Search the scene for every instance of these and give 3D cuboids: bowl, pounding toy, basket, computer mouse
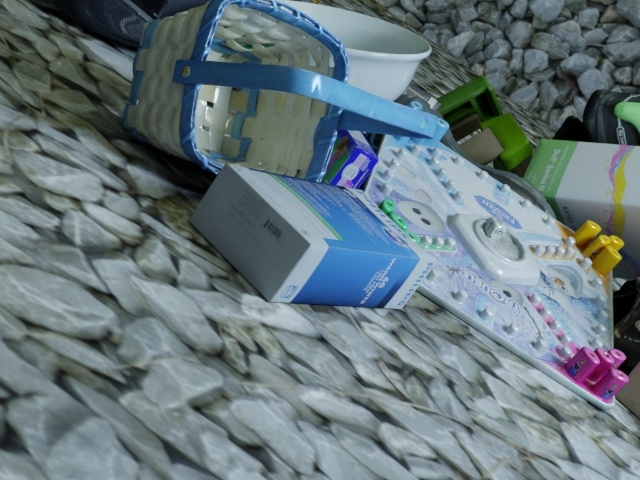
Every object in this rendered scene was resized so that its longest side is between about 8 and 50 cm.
[{"bbox_3d":[0.006,-0.257,1.915,0.298,0.134,0.298,11,21,-4],"label":"bowl"},{"bbox_3d":[0.451,0.187,1.653,0.141,0.100,0.130,44,18,29],"label":"pounding toy"},{"bbox_3d":[-0.053,-0.153,1.372,0.289,0.201,0.255,15,1,37],"label":"basket"},{"bbox_3d":[-0.269,-0.290,1.673,0.272,0.072,0.188,38,9,-37],"label":"computer mouse"}]

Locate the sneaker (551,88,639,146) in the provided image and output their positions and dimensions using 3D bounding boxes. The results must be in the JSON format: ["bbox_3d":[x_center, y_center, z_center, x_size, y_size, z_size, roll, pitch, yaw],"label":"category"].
[{"bbox_3d":[0.482,-0.125,2.165,0.202,0.185,0.483,23,-23,10],"label":"sneaker"}]

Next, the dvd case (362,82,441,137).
[{"bbox_3d":[0.076,-0.241,2.127,0.221,0.018,0.164,36,50,2],"label":"dvd case"}]

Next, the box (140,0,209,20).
[{"bbox_3d":[-0.245,-0.417,1.994,0.207,0.108,0.153,44,18,27],"label":"box"}]

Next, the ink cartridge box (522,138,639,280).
[{"bbox_3d":[0.499,-0.035,1.945,0.353,0.119,0.207,8,-32,36],"label":"ink cartridge box"}]

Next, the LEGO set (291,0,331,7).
[{"bbox_3d":[-0.088,-0.539,2.496,0.331,0.192,0.255,26,18,-28],"label":"LEGO set"}]

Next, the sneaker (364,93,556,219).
[{"bbox_3d":[0.203,-0.065,1.922,0.341,0.125,0.140,37,43,1],"label":"sneaker"}]

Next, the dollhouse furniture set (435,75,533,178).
[{"bbox_3d":[0.296,-0.107,2.252,0.301,0.151,0.197,55,7,-51],"label":"dollhouse furniture set"}]

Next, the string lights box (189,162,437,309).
[{"bbox_3d":[0.000,0.000,1.343,0.133,0.077,0.259,44,19,28],"label":"string lights box"}]

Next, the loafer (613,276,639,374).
[{"bbox_3d":[0.447,0.110,1.870,0.095,0.109,0.302,30,19,-1],"label":"loafer"}]

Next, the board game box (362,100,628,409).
[{"bbox_3d":[0.238,0.001,1.700,0.390,0.050,0.390,33,29,-7],"label":"board game box"}]

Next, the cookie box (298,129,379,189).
[{"bbox_3d":[0.021,-0.097,1.635,0.040,0.092,0.107,30,16,-26],"label":"cookie box"}]
